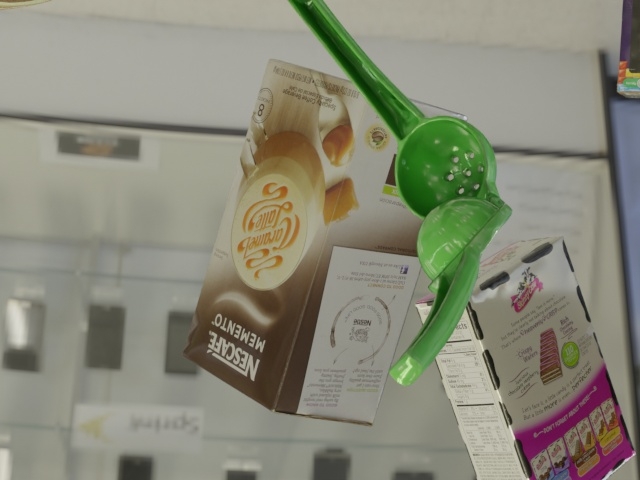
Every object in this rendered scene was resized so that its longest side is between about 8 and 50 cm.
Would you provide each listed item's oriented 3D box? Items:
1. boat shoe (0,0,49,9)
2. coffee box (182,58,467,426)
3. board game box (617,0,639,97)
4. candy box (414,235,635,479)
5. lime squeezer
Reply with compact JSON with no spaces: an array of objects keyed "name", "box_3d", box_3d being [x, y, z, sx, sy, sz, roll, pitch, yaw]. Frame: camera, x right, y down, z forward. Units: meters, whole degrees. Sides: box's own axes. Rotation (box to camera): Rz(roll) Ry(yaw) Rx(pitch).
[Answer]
[{"name":"boat shoe","box_3d":[-0.347,-0.251,1.434,0.190,0.068,0.072,4,156,-9]},{"name":"coffee box","box_3d":[0.000,0.000,1.122,0.098,0.246,0.141,12,-173,-37]},{"name":"board game box","box_3d":[0.353,-0.196,1.299,0.170,0.141,0.048,4,179,23]},{"name":"candy box","box_3d":[0.196,0.132,1.389,0.071,0.233,0.159,-10,-167,47]},{"name":"lime squeezer","box_3d":[0.053,-0.028,0.727,0.059,0.310,0.110,-33,128,17]}]
